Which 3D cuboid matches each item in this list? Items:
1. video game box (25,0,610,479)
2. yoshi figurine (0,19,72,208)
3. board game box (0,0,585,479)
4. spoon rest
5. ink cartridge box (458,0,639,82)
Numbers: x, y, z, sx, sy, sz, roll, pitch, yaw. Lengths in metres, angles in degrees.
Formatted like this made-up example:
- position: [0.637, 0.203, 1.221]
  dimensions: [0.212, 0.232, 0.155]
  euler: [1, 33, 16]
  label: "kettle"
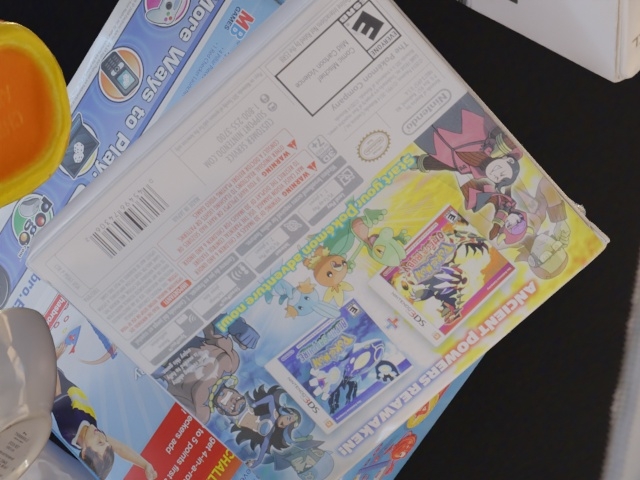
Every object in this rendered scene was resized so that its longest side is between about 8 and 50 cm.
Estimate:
- position: [0.000, 0.000, 0.688]
  dimensions: [0.205, 0.048, 0.187]
  euler: [-41, -73, 7]
  label: "video game box"
- position: [-0.270, -0.073, 0.467]
  dimensions: [0.203, 0.362, 0.204]
  euler: [40, -116, -49]
  label: "yoshi figurine"
- position: [-0.051, 0.013, 0.893]
  dimensions: [0.302, 0.308, 0.086]
  euler: [41, -164, 24]
  label: "board game box"
- position: [-0.185, 0.112, 0.806]
  dimensions: [0.084, 0.276, 0.137]
  euler: [41, -103, 20]
  label: "spoon rest"
- position: [0.115, -0.191, 0.744]
  dimensions: [0.203, 0.086, 0.148]
  euler: [32, -116, 29]
  label: "ink cartridge box"
